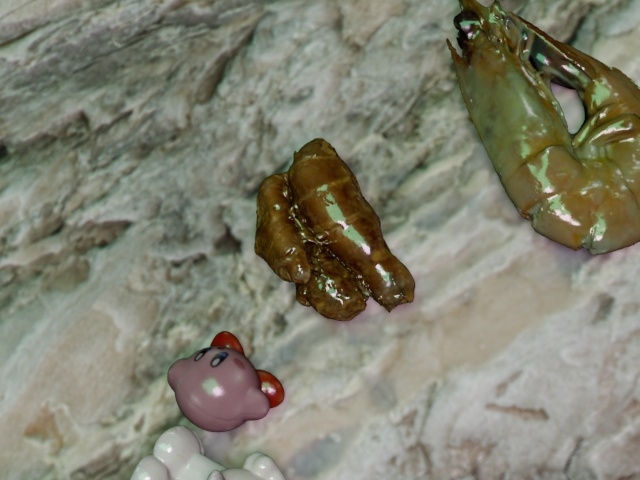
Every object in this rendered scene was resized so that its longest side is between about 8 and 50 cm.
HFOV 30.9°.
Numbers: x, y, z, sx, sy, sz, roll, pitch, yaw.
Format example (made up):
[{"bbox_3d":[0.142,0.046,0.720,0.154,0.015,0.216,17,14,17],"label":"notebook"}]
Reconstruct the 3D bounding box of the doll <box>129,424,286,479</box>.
[{"bbox_3d":[-0.024,0.254,0.830,0.271,0.144,0.208,10,53,12],"label":"doll"}]

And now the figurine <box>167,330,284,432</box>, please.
[{"bbox_3d":[-0.078,0.118,0.911,0.083,0.071,0.067,27,112,26],"label":"figurine"}]

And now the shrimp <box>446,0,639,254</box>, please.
[{"bbox_3d":[0.186,-0.110,0.936,0.145,0.061,0.267,-29,64,-8],"label":"shrimp"}]

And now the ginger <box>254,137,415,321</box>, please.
[{"bbox_3d":[0.000,0.000,0.932,0.103,0.073,0.162,-32,69,1],"label":"ginger"}]
